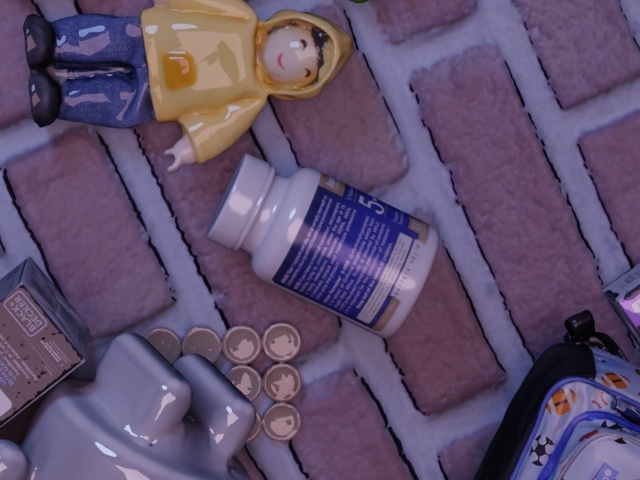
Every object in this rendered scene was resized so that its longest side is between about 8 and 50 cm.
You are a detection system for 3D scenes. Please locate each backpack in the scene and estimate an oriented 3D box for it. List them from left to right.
[{"bbox_3d":[0.274,0.245,1.641,0.263,0.213,0.276,22,109,-11],"label":"backpack"}]

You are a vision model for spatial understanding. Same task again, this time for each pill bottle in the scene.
[{"bbox_3d":[0.000,0.000,1.669,0.186,0.112,0.112,25,93,-7],"label":"pill bottle"}]

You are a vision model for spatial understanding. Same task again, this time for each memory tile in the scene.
[{"bbox_3d":[-0.090,0.132,1.725,0.148,0.012,0.113,-2,96,-5],"label":"memory tile"}]

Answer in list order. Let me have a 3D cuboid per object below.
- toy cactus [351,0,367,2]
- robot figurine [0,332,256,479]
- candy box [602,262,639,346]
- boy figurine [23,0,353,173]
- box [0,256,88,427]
[{"bbox_3d":[0.023,-0.326,1.653,0.180,0.112,0.219,-28,89,-11],"label":"toy cactus"},{"bbox_3d":[-0.192,0.260,1.629,0.300,0.200,0.353,24,99,-35],"label":"robot figurine"},{"bbox_3d":[0.387,0.059,1.727,0.196,0.070,0.165,-36,98,0],"label":"candy box"},{"bbox_3d":[-0.112,-0.147,1.657,0.285,0.092,0.177,-1,93,-1],"label":"boy figurine"},{"bbox_3d":[-0.340,0.145,1.630,0.290,0.169,0.087,-38,100,-2],"label":"box"}]
